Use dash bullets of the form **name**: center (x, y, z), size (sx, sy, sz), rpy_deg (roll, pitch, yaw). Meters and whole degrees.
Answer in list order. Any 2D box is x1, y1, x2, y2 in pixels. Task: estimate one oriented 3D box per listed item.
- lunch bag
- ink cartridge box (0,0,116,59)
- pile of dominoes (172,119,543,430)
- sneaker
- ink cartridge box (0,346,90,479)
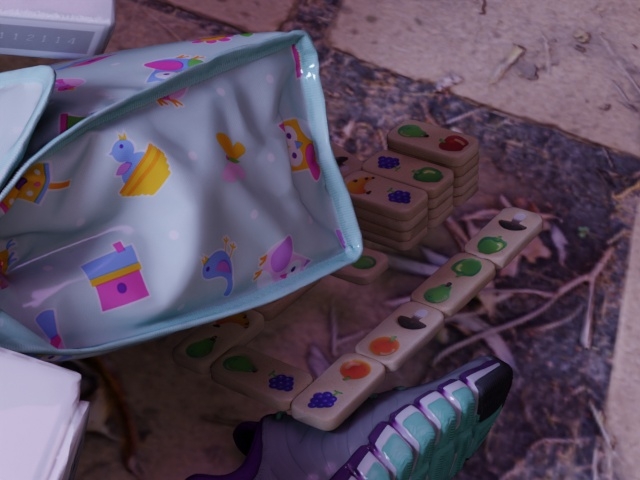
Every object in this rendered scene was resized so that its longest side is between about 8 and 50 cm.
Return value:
- **lunch bag**: center (-0.149, -0.012, 0.826), size (0.223, 0.160, 0.262), rpy_deg (-1, 18, 45)
- **ink cartridge box**: center (-0.272, -0.245, 0.937), size (0.296, 0.066, 0.261), rpy_deg (2, 72, -17)
- **pile of dominoes**: center (0.000, 0.000, 0.966), size (0.196, 0.040, 0.251), rpy_deg (19, 40, 31)
- **sneaker**: center (0.013, 0.110, 0.886), size (0.098, 0.083, 0.224), rpy_deg (37, 48, 24)
- **ink cartridge box**: center (-0.326, 0.149, 0.646), size (0.395, 0.166, 0.285), rpy_deg (18, 57, -1)
